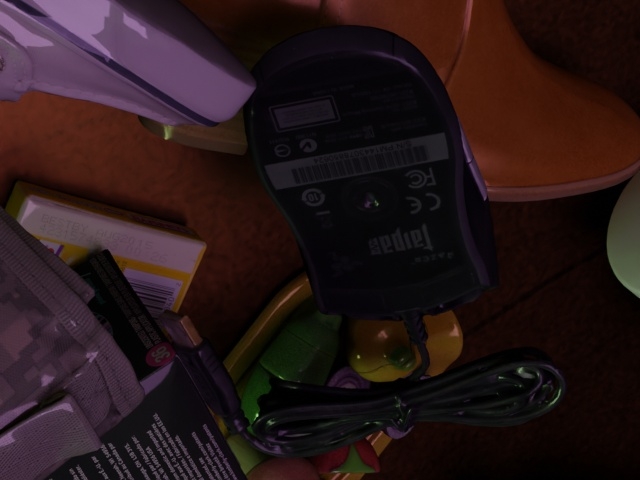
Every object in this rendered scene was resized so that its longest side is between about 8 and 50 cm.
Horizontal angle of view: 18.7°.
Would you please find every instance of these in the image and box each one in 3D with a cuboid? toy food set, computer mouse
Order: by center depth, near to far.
[{"bbox_3d":[0.000,0.000,0.937,0.184,0.060,0.262,-14,130,16],"label":"computer mouse"},{"bbox_3d":[-0.002,0.113,1.067,0.128,0.071,0.218,32,98,-36],"label":"toy food set"}]

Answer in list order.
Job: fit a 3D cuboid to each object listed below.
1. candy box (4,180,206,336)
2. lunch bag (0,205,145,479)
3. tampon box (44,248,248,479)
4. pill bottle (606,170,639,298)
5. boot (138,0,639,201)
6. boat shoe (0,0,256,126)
[{"bbox_3d":[-0.145,0.076,0.999,0.105,0.027,0.206,17,106,-30],"label":"candy box"},{"bbox_3d":[-0.229,0.060,0.764,0.235,0.287,0.169,-40,128,-16],"label":"lunch bag"},{"bbox_3d":[-0.135,0.104,0.927,0.161,0.120,0.101,-31,124,-8],"label":"tampon box"},{"bbox_3d":[0.280,0.040,1.133,0.245,0.136,0.136,34,97,-36],"label":"pill bottle"},{"bbox_3d":[0.061,-0.136,0.942,0.295,0.104,0.211,5,119,-23],"label":"boot"},{"bbox_3d":[-0.151,-0.096,0.777,0.267,0.096,0.088,24,109,-35],"label":"boat shoe"}]
